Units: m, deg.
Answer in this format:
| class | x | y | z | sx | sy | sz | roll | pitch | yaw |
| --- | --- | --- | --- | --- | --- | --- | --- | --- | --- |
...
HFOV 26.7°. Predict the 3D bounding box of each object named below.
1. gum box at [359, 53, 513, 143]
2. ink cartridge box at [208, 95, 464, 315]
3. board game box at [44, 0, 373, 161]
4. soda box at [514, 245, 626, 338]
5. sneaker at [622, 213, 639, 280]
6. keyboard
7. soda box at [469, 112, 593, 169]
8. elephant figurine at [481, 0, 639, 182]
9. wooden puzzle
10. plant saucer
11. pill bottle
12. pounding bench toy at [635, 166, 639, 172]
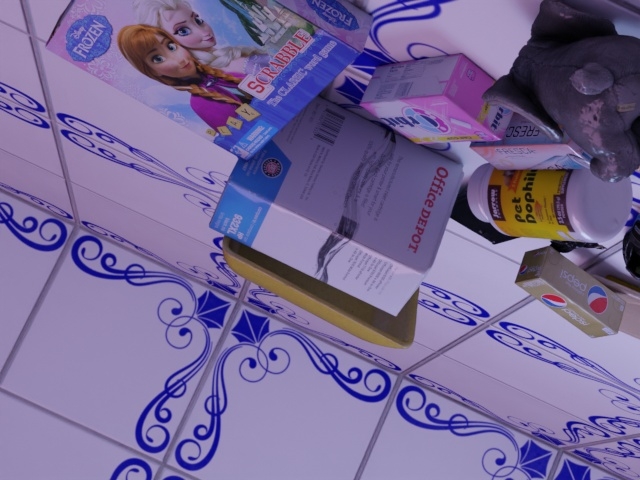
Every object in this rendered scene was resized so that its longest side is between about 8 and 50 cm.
| class | x | y | z | sx | sy | sz | roll | pitch | yaw |
| --- | --- | --- | --- | --- | --- | --- | --- | --- | --- |
| gum box | 0.146 | -0.177 | 1.722 | 0.107 | 0.062 | 0.188 | 33 | 164 | -30 |
| ink cartridge box | 0.026 | -0.063 | 1.954 | 0.307 | 0.223 | 0.129 | 26 | 141 | -3 |
| board game box | -0.149 | -0.261 | 1.700 | 0.318 | 0.066 | 0.318 | 29 | 146 | -16 |
| soda box | 0.391 | 0.081 | 2.103 | 0.181 | 0.061 | 0.058 | 34 | 153 | -25 |
| sneaker | 0.453 | 0.022 | 1.904 | 0.067 | 0.078 | 0.188 | 21 | 167 | 14 |
| keyboard | 0.314 | -0.033 | 2.044 | 0.201 | 0.033 | 0.317 | 30 | 166 | -11 |
| soda box | 0.274 | -0.128 | 1.697 | 0.063 | 0.058 | 0.183 | 33 | 165 | -30 |
| elephant figurine | 0.255 | -0.167 | 1.423 | 0.239 | 0.169 | 0.186 | 33 | 146 | 44 |
| wooden puzzle | 0.525 | 0.117 | 2.233 | 0.238 | 0.044 | 0.221 | 19 | 165 | 5 |
| plant saucer | 0.000 | 0.000 | 2.100 | 0.332 | 0.333 | 0.081 | 29 | 130 | -16 |
| pill bottle | 0.297 | -0.060 | 1.783 | 0.117 | 0.117 | 0.215 | 34 | 163 | -34 |
| pounding bench toy | 0.394 | -0.109 | 1.571 | 0.083 | 0.052 | 0.065 | 22 | 166 | 9 |
